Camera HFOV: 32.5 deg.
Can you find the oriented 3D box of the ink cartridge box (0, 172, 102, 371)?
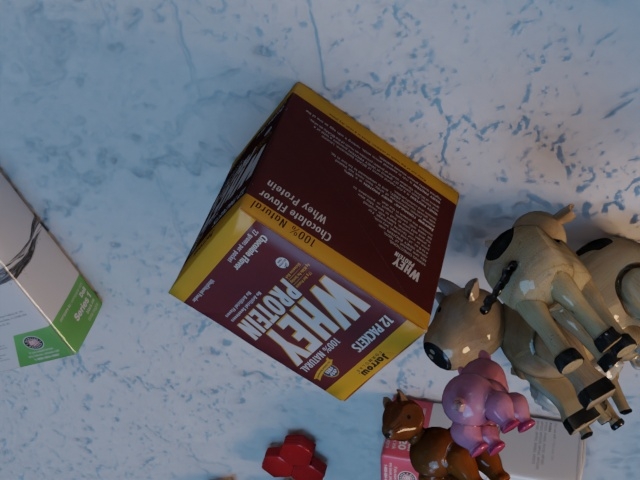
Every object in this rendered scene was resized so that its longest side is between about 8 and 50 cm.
[{"bbox_3d":[-0.372,0.036,1.206,0.160,0.092,0.219,-14,124,26],"label":"ink cartridge box"}]

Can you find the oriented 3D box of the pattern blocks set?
[{"bbox_3d":[-0.019,0.384,1.440,0.285,0.026,0.325,35,130,-13],"label":"pattern blocks set"}]

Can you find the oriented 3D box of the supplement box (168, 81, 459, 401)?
[{"bbox_3d":[0.000,0.000,0.992,0.191,0.194,0.129,33,131,-12],"label":"supplement box"}]

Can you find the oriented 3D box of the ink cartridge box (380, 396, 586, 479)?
[{"bbox_3d":[0.181,0.273,1.241,0.218,0.092,0.158,6,131,10],"label":"ink cartridge box"}]

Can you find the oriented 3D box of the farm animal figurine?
[{"bbox_3d":[0.187,0.073,0.954,0.172,0.327,0.330,57,146,24],"label":"farm animal figurine"}]
